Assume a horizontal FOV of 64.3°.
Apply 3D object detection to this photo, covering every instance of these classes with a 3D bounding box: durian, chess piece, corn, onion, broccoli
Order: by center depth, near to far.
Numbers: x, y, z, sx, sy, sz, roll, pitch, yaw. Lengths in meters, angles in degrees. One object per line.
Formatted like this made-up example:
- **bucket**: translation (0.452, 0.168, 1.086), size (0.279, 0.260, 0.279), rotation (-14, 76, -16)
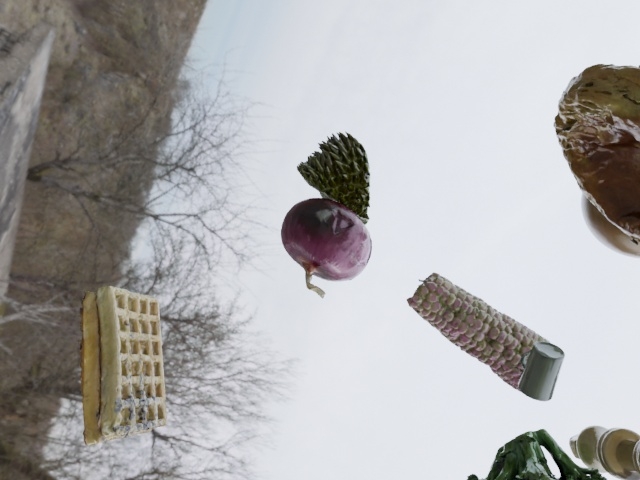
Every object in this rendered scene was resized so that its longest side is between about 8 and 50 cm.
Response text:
- **corn**: translation (0.330, 0.190, 1.040), size (0.126, 0.335, 0.126), rotation (-58, 177, -4)
- **chess piece**: translation (0.624, 0.440, 1.045), size (0.397, 0.117, 0.117), rotation (84, 22, -72)
- **broccoli**: translation (0.456, 0.536, 1.085), size (0.294, 0.265, 0.245), rotation (-21, -136, 14)
- **onion**: translation (0.010, -0.009, 1.132), size (0.200, 0.201, 0.207), rotation (-55, -132, 24)
- **durian**: translation (0.050, -0.160, 1.290), size (0.163, 0.198, 0.394), rotation (-41, -160, -3)

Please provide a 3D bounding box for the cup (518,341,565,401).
- **cup**: translation (0.362, 0.208, 0.834), size (0.075, 0.054, 0.083), rotation (-52, 152, -63)

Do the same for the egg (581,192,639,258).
- **egg**: translation (0.850, -0.105, 1.336), size (0.301, 0.301, 0.374), rotation (-58, 173, 18)

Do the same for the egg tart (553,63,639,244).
- **egg tart**: translation (0.482, -0.109, 0.696), size (0.150, 0.352, 0.352), rotation (-36, -153, 0)

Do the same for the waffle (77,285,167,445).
- **waffle**: translation (-0.203, 0.127, 0.527), size (0.102, 0.042, 0.148), rotation (53, 26, -71)
